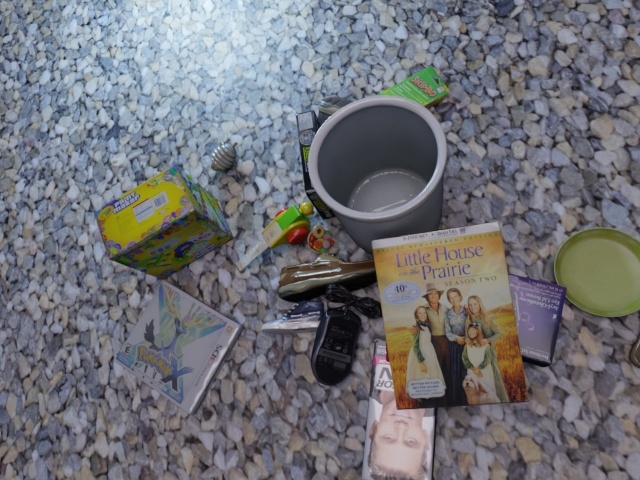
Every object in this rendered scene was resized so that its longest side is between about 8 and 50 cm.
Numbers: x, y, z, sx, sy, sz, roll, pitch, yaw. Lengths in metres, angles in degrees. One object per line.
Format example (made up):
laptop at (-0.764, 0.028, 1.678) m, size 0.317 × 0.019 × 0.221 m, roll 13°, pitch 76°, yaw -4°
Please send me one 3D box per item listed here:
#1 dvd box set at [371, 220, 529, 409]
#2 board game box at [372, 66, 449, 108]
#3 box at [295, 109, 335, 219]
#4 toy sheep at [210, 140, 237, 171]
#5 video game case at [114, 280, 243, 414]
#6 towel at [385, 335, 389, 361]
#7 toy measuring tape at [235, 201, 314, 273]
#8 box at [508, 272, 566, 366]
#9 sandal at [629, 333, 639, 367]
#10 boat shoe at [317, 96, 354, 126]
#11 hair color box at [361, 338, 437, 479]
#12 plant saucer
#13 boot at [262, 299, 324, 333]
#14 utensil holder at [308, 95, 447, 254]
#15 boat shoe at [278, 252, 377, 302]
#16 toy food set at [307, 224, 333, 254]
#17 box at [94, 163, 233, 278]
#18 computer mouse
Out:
dvd box set at (0.305, 0.182, 1.114) m, size 0.308 × 0.062 × 0.419 m, roll -8°, pitch 88°, yaw 14°
board game box at (0.280, -0.463, 1.524) m, size 0.260 × 0.039 × 0.124 m, roll -28°, pitch 69°, yaw 8°
box at (-0.007, -0.227, 1.426) m, size 0.060 × 0.216 × 0.269 m, roll -11°, pitch 71°, yaw 10°
toy sheep at (-0.334, -0.294, 1.605) m, size 0.132 × 0.091 × 0.091 m, roll -49°, pitch 66°, yaw 16°
video game case at (-0.449, 0.327, 1.460) m, size 0.329 × 0.036 × 0.299 m, roll 25°, pitch 80°, yaw 21°
towel at (0.305, 0.216, 1.187) m, size 0.275 × 0.031 × 0.198 m, roll -3°, pitch 73°, yaw 17°
toy measuring tape at (-0.131, -0.005, 1.468) m, size 0.330 × 0.121 × 0.121 m, roll -43°, pitch 66°, yaw 23°
box at (0.530, 0.206, 1.203) m, size 0.153 × 0.108 × 0.206 m, roll 13°, pitch 76°, yaw 18°
sandal at (0.827, 0.233, 1.147) m, size 0.072 × 0.049 × 0.180 m, roll 25°, pitch 80°, yaw 21°
boat shoe at (0.136, -0.350, 1.480) m, size 0.355 × 0.130 × 0.132 m, roll 33°, pitch 42°, yaw 31°
hair color box at (0.216, 0.445, 1.210) m, size 0.174 × 0.105 × 0.346 m, roll 3°, pitch 74°, yaw 16°
plant saucer at (0.746, 0.084, 1.224) m, size 0.241 × 0.037 × 0.240 m, roll -4°, pitch 72°, yaw 13°
boot at (-0.080, 0.229, 1.385) m, size 0.190 × 0.069 × 0.086 m, roll -4°, pitch 64°, yaw 5°
utensil holder at (0.174, -0.148, 1.261) m, size 0.328 × 0.385 × 0.327 m, roll -4°, pitch 73°, yaw 13°
boat shoe at (0.023, 0.092, 1.369) m, size 0.324 × 0.122 × 0.119 m, roll -13°, pitch 66°, yaw 10°
toy food set at (0.000, 0.000, 1.435) m, size 0.083 × 0.020 × 0.083 m, roll 35°, pitch 73°, yaw -17°
box at (-0.480, -0.044, 1.457) m, size 0.290 × 0.279 × 0.177 m, roll -29°, pitch 68°, yaw 3°
computer mouse at (0.054, 0.273, 1.315) m, size 0.189 × 0.072 × 0.272 m, roll 23°, pitch 82°, yaw -14°
